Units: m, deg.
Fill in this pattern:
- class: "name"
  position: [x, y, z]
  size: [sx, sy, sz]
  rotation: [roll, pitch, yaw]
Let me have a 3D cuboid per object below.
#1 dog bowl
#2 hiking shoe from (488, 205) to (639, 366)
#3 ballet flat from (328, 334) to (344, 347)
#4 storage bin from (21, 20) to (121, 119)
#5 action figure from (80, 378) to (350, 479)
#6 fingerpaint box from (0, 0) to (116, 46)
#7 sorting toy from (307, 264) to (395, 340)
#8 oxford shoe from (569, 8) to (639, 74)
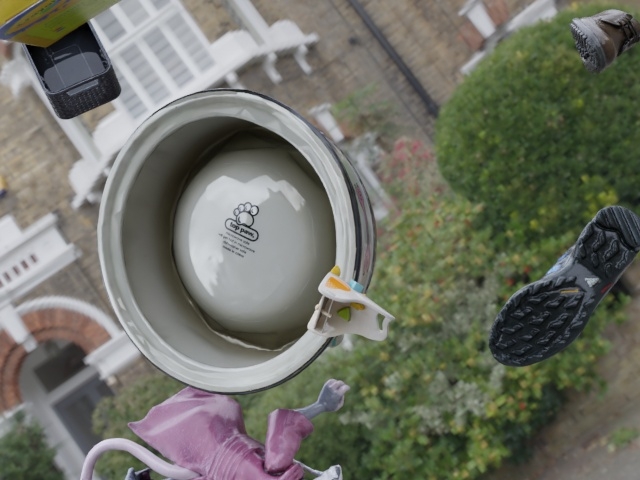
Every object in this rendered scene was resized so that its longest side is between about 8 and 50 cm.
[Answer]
- class: "dog bowl"
  position: [-0.103, 0.000, 1.321]
  size: [0.408, 0.408, 0.150]
  rotation: [-38, -14, 23]
- class: "hiking shoe"
  position: [0.387, 0.083, 1.462]
  size: [0.304, 0.113, 0.132]
  rotation: [-46, -19, 10]
- class: "ballet flat"
  position: [0.007, 0.077, 1.423]
  size: [0.057, 0.168, 0.052]
  rotation: [-10, -26, -13]
- class: "storage bin"
  position: [-0.432, -0.313, 1.628]
  size: [0.122, 0.180, 0.084]
  rotation: [-26, -22, -10]
- class: "action figure"
  position: [-0.116, 0.311, 1.322]
  size: [0.370, 0.248, 0.276]
  rotation: [10, 6, 40]
- class: "fingerpaint box"
  position: [-0.253, -0.441, 1.246]
  size: [0.445, 0.163, 0.371]
  rotation: [-31, 11, 1]
- class: "sorting toy"
  position: [0.033, 0.067, 0.904]
  size: [0.045, 0.075, 0.083]
  rotation: [-58, -9, -31]
- class: "oxford shoe"
  position: [0.417, -0.301, 1.382]
  size: [0.096, 0.083, 0.227]
  rotation: [-19, 16, 20]
